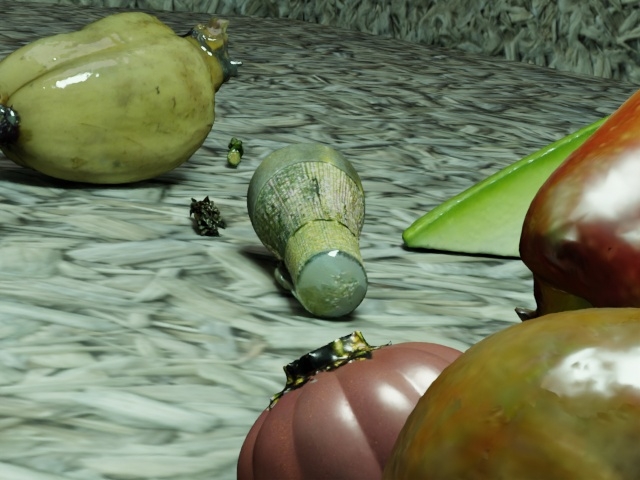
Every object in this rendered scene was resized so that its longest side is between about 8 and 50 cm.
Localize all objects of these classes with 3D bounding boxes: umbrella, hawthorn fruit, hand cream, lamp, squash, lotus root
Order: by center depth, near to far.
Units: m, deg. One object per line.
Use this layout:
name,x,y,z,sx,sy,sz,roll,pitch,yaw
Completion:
hawthorn fruit,0.085,0.099,0.529,0.149,0.149,0.189,6,-20,-3
lamp,0.020,0.081,0.645,0.107,0.092,0.107,-24,-6,-3
hand cream,0.000,0.000,1.135,0.084,0.084,0.203,5,18,-9
umbrella,-0.088,-0.020,1.296,0.020,0.031,0.083,-27,14,-5
squash,0.223,-0.003,1.380,0.289,0.203,0.111,-30,17,-4
lotus root,-0.185,-0.118,1.455,0.257,0.140,0.154,-15,36,-39

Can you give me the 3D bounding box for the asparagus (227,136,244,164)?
asparagus,-0.082,-0.087,1.665,0.015,0.018,0.127,-33,8,3

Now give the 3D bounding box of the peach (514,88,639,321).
peach,0.233,0.000,0.693,0.362,0.201,0.258,26,3,-38
